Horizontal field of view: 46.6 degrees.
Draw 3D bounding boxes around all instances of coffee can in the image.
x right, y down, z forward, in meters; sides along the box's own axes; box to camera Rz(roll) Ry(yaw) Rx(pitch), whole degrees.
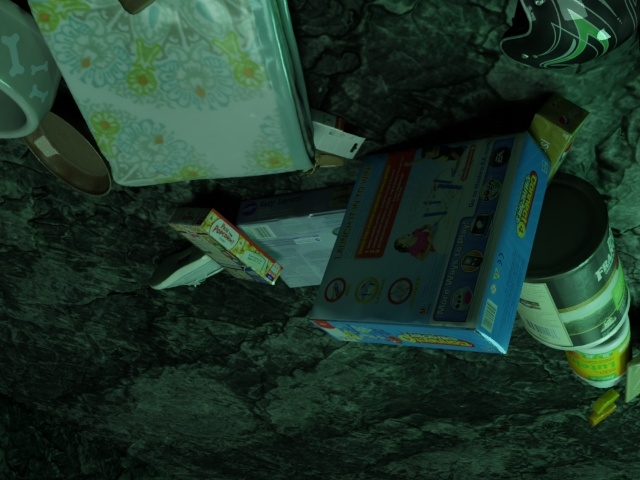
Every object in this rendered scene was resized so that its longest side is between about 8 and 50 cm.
[{"bbox_3d":[0.408,0.042,1.278,0.202,0.201,0.275,-8,145,25],"label":"coffee can"}]

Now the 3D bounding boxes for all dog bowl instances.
[{"bbox_3d":[-0.535,-0.255,1.037,0.349,0.102,0.348,13,163,4],"label":"dog bowl"}]

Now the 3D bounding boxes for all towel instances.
[{"bbox_3d":[-0.189,-0.233,1.034,0.321,0.090,0.374,-2,137,11],"label":"towel"}]

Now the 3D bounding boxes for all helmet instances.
[{"bbox_3d":[0.280,-0.280,0.826,0.170,0.169,0.161,12,164,-6],"label":"helmet"}]

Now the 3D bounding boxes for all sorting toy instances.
[{"bbox_3d":[0.689,0.266,1.580,0.307,0.041,0.229,-35,146,-6],"label":"sorting toy"}]

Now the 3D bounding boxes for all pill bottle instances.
[{"bbox_3d":[0.591,0.223,1.586,0.137,0.136,0.245,-6,146,22],"label":"pill bottle"}]

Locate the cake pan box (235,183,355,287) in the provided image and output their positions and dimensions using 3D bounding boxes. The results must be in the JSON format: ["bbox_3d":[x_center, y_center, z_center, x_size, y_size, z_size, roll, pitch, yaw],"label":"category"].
[{"bbox_3d":[0.000,0.000,1.436,0.267,0.070,0.245,-8,143,25],"label":"cake pan box"}]

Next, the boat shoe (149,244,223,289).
[{"bbox_3d":[-0.278,0.066,1.596,0.228,0.079,0.081,-25,131,38],"label":"boat shoe"}]

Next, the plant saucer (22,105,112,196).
[{"bbox_3d":[-0.426,-0.159,1.260,0.199,0.036,0.198,25,146,18],"label":"plant saucer"}]

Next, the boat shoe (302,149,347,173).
[{"bbox_3d":[-0.024,-0.134,1.243,0.136,0.045,0.050,5,149,6],"label":"boat shoe"}]

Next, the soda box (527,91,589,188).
[{"bbox_3d":[0.337,-0.134,1.125,0.061,0.058,0.181,36,152,17],"label":"soda box"}]

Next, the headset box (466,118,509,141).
[{"bbox_3d":[0.258,-0.155,1.154,0.062,0.032,0.083,2,147,9],"label":"headset box"}]

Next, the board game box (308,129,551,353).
[{"bbox_3d":[0.160,0.004,1.113,0.302,0.308,0.086,-2,150,45],"label":"board game box"}]

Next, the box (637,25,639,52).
[{"bbox_3d":[0.592,-0.180,0.863,0.294,0.211,0.395,-21,138,38],"label":"box"}]

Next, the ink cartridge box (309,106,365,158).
[{"bbox_3d":[0.010,-0.173,1.189,0.115,0.029,0.063,15,148,-13],"label":"ink cartridge box"}]

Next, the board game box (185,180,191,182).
[{"bbox_3d":[-0.286,-0.193,1.214,0.165,0.042,0.243,12,148,-5],"label":"board game box"}]

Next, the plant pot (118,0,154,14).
[{"bbox_3d":[-0.160,-0.390,0.712,0.263,0.263,0.229,-20,119,38],"label":"plant pot"}]

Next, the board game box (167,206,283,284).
[{"bbox_3d":[-0.185,0.010,1.441,0.193,0.045,0.147,42,159,-30],"label":"board game box"}]
